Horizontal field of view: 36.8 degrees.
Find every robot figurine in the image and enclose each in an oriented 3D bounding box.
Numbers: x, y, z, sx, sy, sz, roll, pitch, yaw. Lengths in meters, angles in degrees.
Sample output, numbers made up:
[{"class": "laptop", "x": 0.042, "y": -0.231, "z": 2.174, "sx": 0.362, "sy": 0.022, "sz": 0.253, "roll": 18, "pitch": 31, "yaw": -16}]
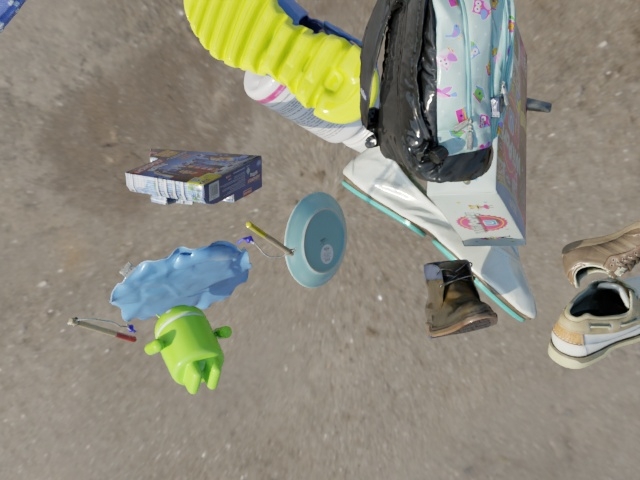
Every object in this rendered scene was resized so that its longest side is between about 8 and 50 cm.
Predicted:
[{"class": "robot figurine", "x": -0.157, "y": 0.126, "z": 1.150, "sx": 0.101, "sy": 0.067, "sz": 0.115, "roll": -11, "pitch": 50, "yaw": -25}]

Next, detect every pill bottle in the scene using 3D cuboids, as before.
[{"class": "pill bottle", "x": 0.007, "y": -0.288, "z": 1.872, "sx": 0.283, "sy": 0.160, "sz": 0.160, "roll": 27, "pitch": 93, "yaw": -31}]

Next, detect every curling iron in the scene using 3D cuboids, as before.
[{"class": "curling iron", "x": 0.250, "y": -0.238, "z": 1.619, "sx": 0.274, "sy": 0.068, "sz": 0.035, "roll": 4, "pitch": 62, "yaw": 13}]

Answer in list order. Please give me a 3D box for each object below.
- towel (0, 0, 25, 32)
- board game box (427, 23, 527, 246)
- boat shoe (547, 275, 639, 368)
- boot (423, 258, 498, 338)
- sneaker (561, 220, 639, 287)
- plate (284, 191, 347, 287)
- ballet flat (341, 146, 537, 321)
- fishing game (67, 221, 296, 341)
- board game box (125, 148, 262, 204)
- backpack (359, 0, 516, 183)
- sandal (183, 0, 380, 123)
[{"class": "towel", "x": -0.368, "y": -0.152, "z": 0.636, "sx": 0.336, "sy": 0.040, "sz": 0.243, "roll": -46, "pitch": 117, "yaw": 7}, {"class": "board game box", "x": 0.225, "y": -0.167, "z": 1.335, "sx": 0.098, "sy": 0.224, "sz": 0.303, "roll": -1, "pitch": 72, "yaw": 21}, {"class": "boat shoe", "x": 0.526, "y": 0.122, "z": 1.712, "sx": 0.113, "sy": 0.302, "sz": 0.103, "roll": 30, "pitch": 132, "yaw": 36}, {"class": "boot", "x": 0.172, "y": 0.071, "z": 1.270, "sx": 0.082, "sy": 0.219, "sz": 0.106, "roll": -10, "pitch": 83, "yaw": -9}, {"class": "sneaker", "x": 0.467, "y": 0.024, "z": 1.478, "sx": 0.188, "sy": 0.066, "sz": 0.071, "roll": -19, "pitch": 59, "yaw": 32}, {"class": "plate", "x": 0.000, "y": 0.000, "z": 1.857, "sx": 0.024, "sy": 0.188, "sz": 0.188, "roll": 6, "pitch": 93, "yaw": 39}, {"class": "ballet flat", "x": 0.208, "y": -0.036, "z": 1.537, "sx": 0.400, "sy": 0.139, "sz": 0.139, "roll": 39, "pitch": 92, "yaw": 22}, {"class": "fishing game", "x": -0.174, "y": 0.046, "z": 1.180, "sx": 0.264, "sy": 0.189, "sz": 0.041, "roll": -30, "pitch": 66, "yaw": 15}, {"class": "board game box", "x": -0.226, "y": -0.103, "z": 1.591, "sx": 0.194, "sy": 0.194, "sz": 0.060, "roll": 9, "pitch": 111, "yaw": 23}, {"class": "backpack", "x": 0.110, "y": -0.157, "z": 0.883, "sx": 0.115, "sy": 0.152, "sz": 0.182, "roll": -9, "pitch": 111, "yaw": -25}, {"class": "sandal", "x": -0.043, "y": -0.259, "z": 1.254, "sx": 0.317, "sy": 0.138, "sz": 0.126, "roll": 41, "pitch": 111, "yaw": 12}]
